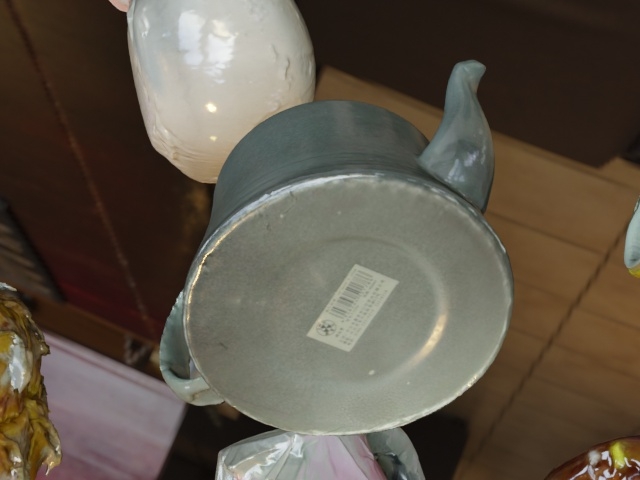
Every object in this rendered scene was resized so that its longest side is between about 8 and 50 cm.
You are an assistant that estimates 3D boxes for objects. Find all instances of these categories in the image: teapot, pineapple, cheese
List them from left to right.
[{"bbox_3d":[-0.234,0.095,0.890,0.161,0.158,0.334,32,-178,-42],"label":"pineapple"},{"bbox_3d":[-0.084,-0.154,1.147,0.154,0.198,0.189,-13,-179,-6],"label":"cheese"},{"bbox_3d":[0.000,0.000,0.710,0.162,0.149,0.239,36,115,-28],"label":"teapot"},{"bbox_3d":[0.016,0.221,1.047,0.221,0.178,0.163,-5,168,-22],"label":"teapot"}]

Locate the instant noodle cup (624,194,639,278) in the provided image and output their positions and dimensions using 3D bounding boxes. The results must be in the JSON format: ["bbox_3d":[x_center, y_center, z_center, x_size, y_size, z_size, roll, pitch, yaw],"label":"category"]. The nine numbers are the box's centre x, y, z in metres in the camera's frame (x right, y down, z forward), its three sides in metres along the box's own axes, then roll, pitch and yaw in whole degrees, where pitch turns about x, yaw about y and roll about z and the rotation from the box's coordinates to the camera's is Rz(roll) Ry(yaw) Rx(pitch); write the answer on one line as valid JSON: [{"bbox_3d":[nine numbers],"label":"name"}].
[{"bbox_3d":[0.386,0.003,1.100,0.236,0.215,0.215,21,163,1],"label":"instant noodle cup"}]

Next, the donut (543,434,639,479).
[{"bbox_3d":[0.177,0.202,0.627,0.096,0.230,0.216,2,-173,-38],"label":"donut"}]

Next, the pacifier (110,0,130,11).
[{"bbox_3d":[-0.164,-0.260,1.316,0.099,0.078,0.081,22,125,12],"label":"pacifier"}]
